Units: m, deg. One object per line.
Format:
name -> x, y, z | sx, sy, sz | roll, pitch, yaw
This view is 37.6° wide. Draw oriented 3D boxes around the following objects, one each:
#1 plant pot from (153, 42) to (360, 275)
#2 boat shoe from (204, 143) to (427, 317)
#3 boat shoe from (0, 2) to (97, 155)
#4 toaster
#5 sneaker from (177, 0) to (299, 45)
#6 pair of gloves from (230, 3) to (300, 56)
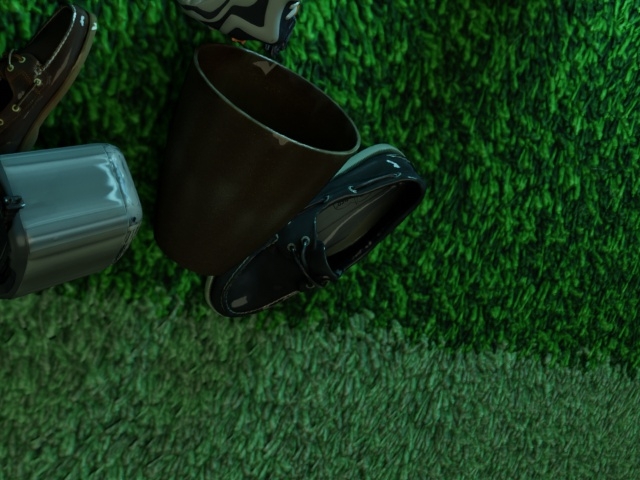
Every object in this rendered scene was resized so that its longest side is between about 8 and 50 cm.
plant pot -> -0.102, -0.078, 1.119 | 0.215, 0.215, 0.230 | 13, 122, -35
boat shoe -> 0.002, 0.003, 1.258 | 0.340, 0.113, 0.127 | -33, 127, -12
boat shoe -> -0.318, -0.167, 1.008 | 0.073, 0.073, 0.207 | 27, 99, -40
toaster -> -0.290, -0.027, 1.023 | 0.146, 0.129, 0.227 | -16, 166, -30
sneaker -> -0.039, -0.292, 1.053 | 0.235, 0.094, 0.153 | -25, 169, 2
pair of gloves -> -0.068, -0.267, 1.142 | 0.083, 0.010, 0.074 | 13, 105, -36
